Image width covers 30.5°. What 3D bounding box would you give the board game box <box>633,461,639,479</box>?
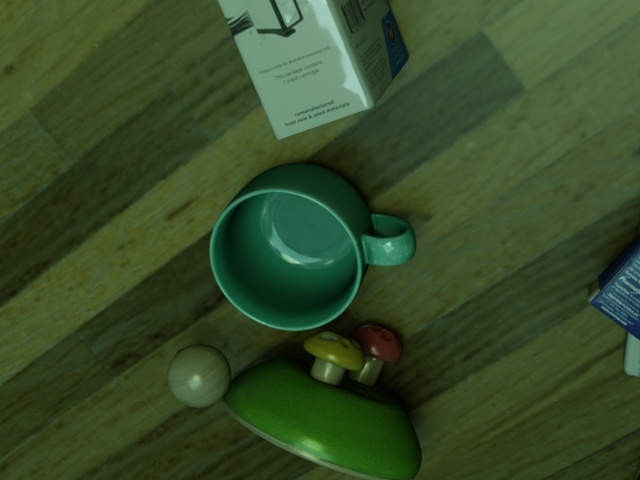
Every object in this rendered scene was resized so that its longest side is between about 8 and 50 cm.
[{"bbox_3d":[0.342,0.274,1.059,0.141,0.048,0.170,14,115,7],"label":"board game box"}]

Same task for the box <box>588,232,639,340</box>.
[{"bbox_3d":[0.334,0.004,0.911,0.136,0.036,0.225,37,117,-3],"label":"box"}]

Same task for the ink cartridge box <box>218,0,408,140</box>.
[{"bbox_3d":[-0.017,-0.200,0.892,0.086,0.148,0.203,-17,106,22],"label":"ink cartridge box"}]

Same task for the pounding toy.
[{"bbox_3d":[-0.006,0.113,1.023,0.237,0.183,0.110,22,93,-5],"label":"pounding toy"}]

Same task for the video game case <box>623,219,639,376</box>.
[{"bbox_3d":[0.407,-0.025,0.920,0.300,0.036,0.329,5,114,12],"label":"video game case"}]

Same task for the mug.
[{"bbox_3d":[-0.007,0.005,1.005,0.157,0.097,0.129,27,116,1],"label":"mug"}]
